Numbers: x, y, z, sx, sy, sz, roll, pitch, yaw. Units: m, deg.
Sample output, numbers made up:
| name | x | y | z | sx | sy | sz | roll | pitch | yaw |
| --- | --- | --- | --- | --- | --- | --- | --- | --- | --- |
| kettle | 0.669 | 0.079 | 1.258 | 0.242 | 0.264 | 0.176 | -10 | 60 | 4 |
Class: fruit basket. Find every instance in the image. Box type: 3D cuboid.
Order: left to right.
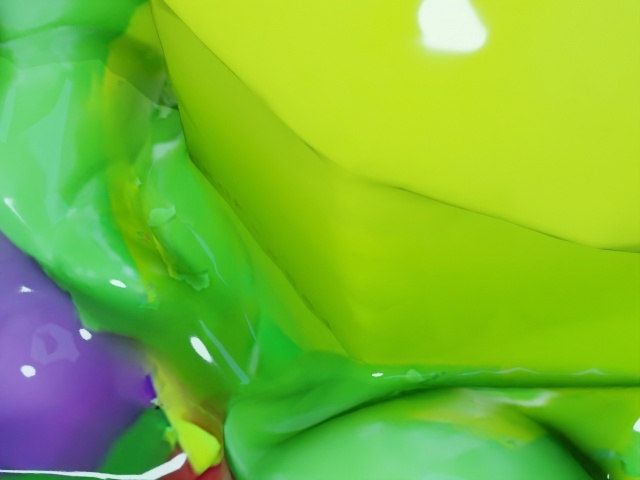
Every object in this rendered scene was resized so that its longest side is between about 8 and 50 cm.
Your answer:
| name | x | y | z | sx | sy | sz | roll | pitch | yaw |
| --- | --- | --- | --- | --- | --- | --- | --- | --- | --- |
| fruit basket | 0.000 | 0.000 | 0.419 | 0.283 | 0.392 | 0.392 | -22 | 66 | -27 |
